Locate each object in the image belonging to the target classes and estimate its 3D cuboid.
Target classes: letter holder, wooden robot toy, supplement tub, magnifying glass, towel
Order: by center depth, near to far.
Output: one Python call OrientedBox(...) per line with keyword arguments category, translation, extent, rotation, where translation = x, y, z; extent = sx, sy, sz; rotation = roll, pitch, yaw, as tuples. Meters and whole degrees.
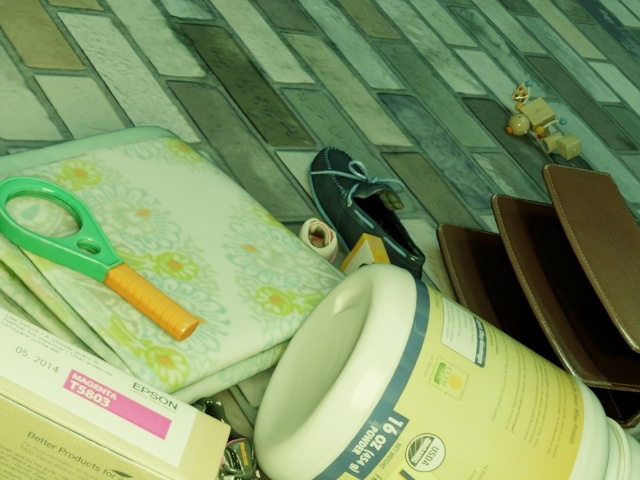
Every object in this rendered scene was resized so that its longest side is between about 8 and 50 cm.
OrientedBox(category="magnifying glass", translation=(-0.206, 0.014, 1.249), extent=(0.231, 0.026, 0.092), rotation=(38, 32, 14))
OrientedBox(category="supplement tub", translation=(0.122, 0.188, 1.273), extent=(0.316, 0.228, 0.228), rotation=(32, 30, -15))
OrientedBox(category="towel", translation=(-0.174, 0.024, 1.369), extent=(0.320, 0.090, 0.374), rotation=(42, 34, 20))
OrientedBox(category="letter holder", translation=(0.293, 0.059, 1.675), extent=(0.215, 0.152, 0.301), rotation=(9, 45, -31))
OrientedBox(category="wooden robot toy", translation=(0.335, -0.179, 2.180), extent=(0.079, 0.076, 0.173), rotation=(-26, 58, -16))

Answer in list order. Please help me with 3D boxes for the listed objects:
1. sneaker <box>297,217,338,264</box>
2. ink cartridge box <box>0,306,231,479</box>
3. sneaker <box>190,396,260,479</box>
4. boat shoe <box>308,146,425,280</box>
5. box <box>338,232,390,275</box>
OrientedBox(category="sneaker", translation=(0.000, 0.000, 1.592), extent=(0.051, 0.070, 0.134), rotation=(33, 30, 3))
OrientedBox(category="ink cartridge box", translation=(-0.214, 0.173, 1.033), extent=(0.235, 0.193, 0.088), rotation=(29, 31, -8))
OrientedBox(category="sneaker", translation=(-0.082, 0.214, 1.210), extent=(0.072, 0.077, 0.178), rotation=(-8, 50, -47))
OrientedBox(category="boat shoe", translation=(0.071, -0.033, 1.684), extent=(0.109, 0.089, 0.258), rotation=(4, 42, -40))
OrientedBox(category="box", translation=(0.055, 0.066, 1.538), extent=(0.028, 0.081, 0.136), rotation=(15, 36, -29))
